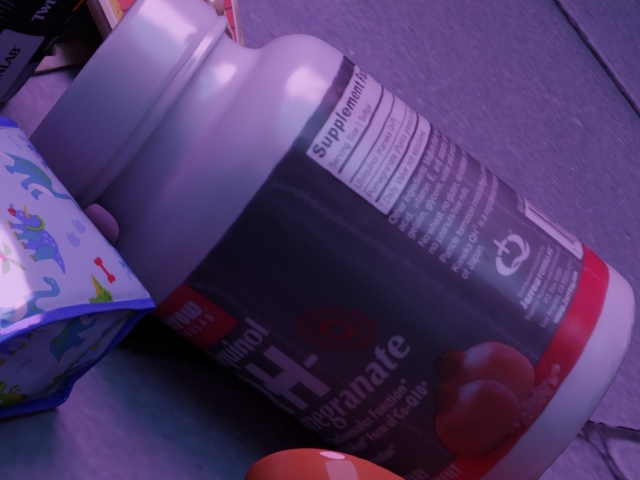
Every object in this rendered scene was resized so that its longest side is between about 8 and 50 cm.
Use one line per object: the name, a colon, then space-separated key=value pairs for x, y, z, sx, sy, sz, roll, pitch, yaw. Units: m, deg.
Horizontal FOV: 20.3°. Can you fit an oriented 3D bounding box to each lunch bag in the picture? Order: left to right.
lunch bag: x=-0.169 y=0.013 z=0.811 sx=0.129 sy=0.096 sz=0.151 roll=49 pitch=16 yaw=15

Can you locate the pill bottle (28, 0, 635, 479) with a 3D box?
pill bottle: x=0.000 y=0.000 z=0.978 sx=0.318 sy=0.176 sz=0.176 roll=37 pitch=25 yaw=-9

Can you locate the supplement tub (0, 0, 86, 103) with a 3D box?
supplement tub: x=-0.172 y=-0.178 z=1.002 sx=0.117 sy=0.190 sz=0.117 roll=33 pitch=27 yaw=-19

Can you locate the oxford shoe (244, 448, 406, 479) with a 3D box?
oxford shoe: x=0.072 y=0.200 z=0.886 sx=0.271 sy=0.097 sz=0.098 roll=26 pitch=49 yaw=-22

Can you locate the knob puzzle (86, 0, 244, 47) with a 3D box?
knob puzzle: x=-0.094 y=-0.163 z=1.195 sx=0.213 sy=0.030 sz=0.213 roll=45 pitch=33 yaw=-40

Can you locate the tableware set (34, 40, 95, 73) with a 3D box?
tableware set: x=-0.156 y=-0.181 z=1.168 sx=0.128 sy=0.039 sz=0.194 roll=61 pitch=27 yaw=0
